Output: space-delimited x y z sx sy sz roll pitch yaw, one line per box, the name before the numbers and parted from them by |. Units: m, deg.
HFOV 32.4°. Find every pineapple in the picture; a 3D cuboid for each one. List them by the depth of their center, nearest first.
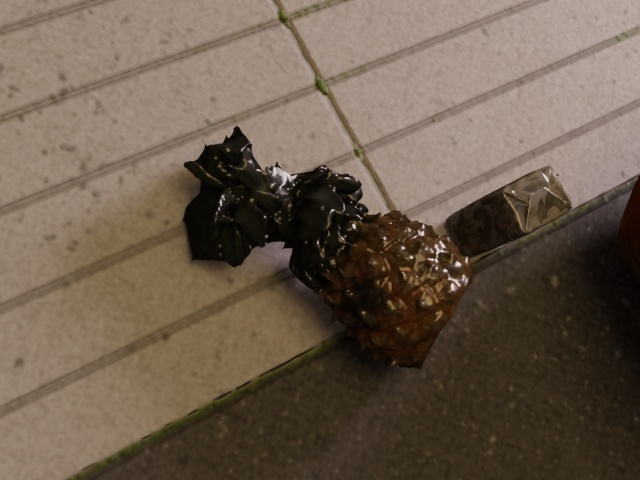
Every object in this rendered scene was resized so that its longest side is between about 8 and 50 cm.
pineapple | 0.000 0.000 0.846 0.237 0.111 0.119 33 30 0

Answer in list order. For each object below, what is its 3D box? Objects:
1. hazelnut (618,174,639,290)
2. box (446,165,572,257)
hazelnut | 0.436 0.000 0.899 0.315 0.372 0.372 24 57 -56
box | 0.156 -0.023 0.918 0.062 0.098 0.045 -27 89 -26
